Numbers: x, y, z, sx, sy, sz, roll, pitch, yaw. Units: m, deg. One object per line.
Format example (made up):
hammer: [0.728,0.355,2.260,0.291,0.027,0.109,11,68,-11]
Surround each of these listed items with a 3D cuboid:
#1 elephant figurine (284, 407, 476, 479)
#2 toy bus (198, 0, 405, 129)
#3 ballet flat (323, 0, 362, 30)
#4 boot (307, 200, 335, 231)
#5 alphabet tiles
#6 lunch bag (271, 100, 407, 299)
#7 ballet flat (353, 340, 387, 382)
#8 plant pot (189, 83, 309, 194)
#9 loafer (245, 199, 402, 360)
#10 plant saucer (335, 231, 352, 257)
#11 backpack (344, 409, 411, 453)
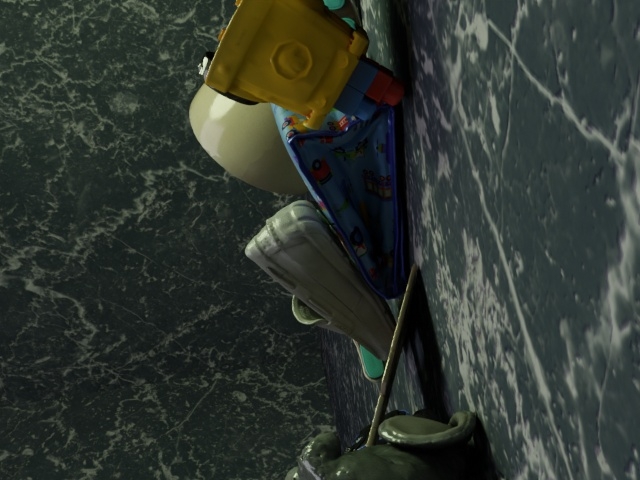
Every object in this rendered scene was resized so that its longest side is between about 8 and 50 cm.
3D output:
elephant figurine: [0.097,0.233,0.829,0.186,0.239,0.169,47,139,34]
toy bus: [-0.007,-0.210,0.931,0.149,0.211,0.220,-61,8,19]
ballet flat: [0.029,-0.326,1.185,0.068,0.072,0.213,-46,-46,-59]
boot: [0.000,0.000,1.889,0.207,0.094,0.247,66,-172,-75]
alphabet tiles: [0.084,0.176,1.032,0.198,0.009,0.237,88,-163,-60]
lunch bag: [0.043,-0.072,1.117,0.221,0.138,0.293,-109,0,-58]
ballet flat: [0.082,0.174,1.484,0.052,0.057,0.168,61,-161,-72]
plant pot: [-0.065,-0.249,1.481,0.191,0.284,0.284,-52,35,37]
loafer: [0.013,0.073,1.139,0.319,0.111,0.112,51,-170,-38]
plant saucer: [0.045,-0.042,1.749,0.168,0.029,0.169,171,90,-87]
backpack: [0.096,0.296,1.173,0.084,0.105,0.114,61,-174,-1]
